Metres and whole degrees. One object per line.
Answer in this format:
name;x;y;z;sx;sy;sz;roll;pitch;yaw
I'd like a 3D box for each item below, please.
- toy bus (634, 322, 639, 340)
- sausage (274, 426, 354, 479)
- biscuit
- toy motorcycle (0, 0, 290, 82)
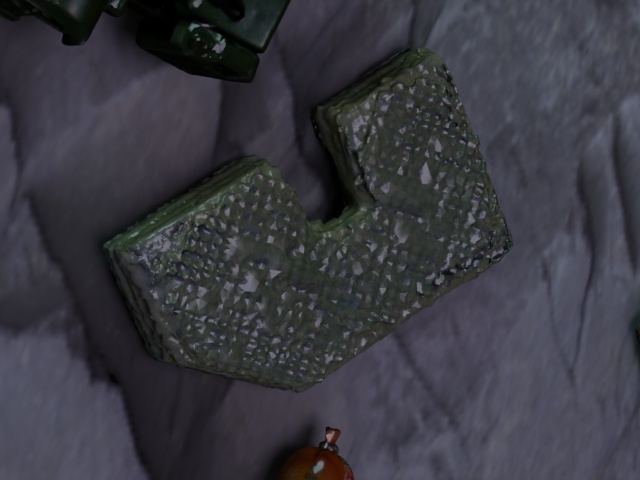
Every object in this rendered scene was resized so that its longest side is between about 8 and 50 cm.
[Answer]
toy bus;0.306;0.050;1.355;0.182;0.091;0.103;-39;115;-24
sausage;-0.047;0.278;1.184;0.053;0.053;0.348;21;87;-34
biscuit;0.000;0.000;1.169;0.250;0.046;0.147;-32;115;-25
toy motorcycle;-0.060;-0.175;1.050;0.275;0.127;0.205;32;78;-30
